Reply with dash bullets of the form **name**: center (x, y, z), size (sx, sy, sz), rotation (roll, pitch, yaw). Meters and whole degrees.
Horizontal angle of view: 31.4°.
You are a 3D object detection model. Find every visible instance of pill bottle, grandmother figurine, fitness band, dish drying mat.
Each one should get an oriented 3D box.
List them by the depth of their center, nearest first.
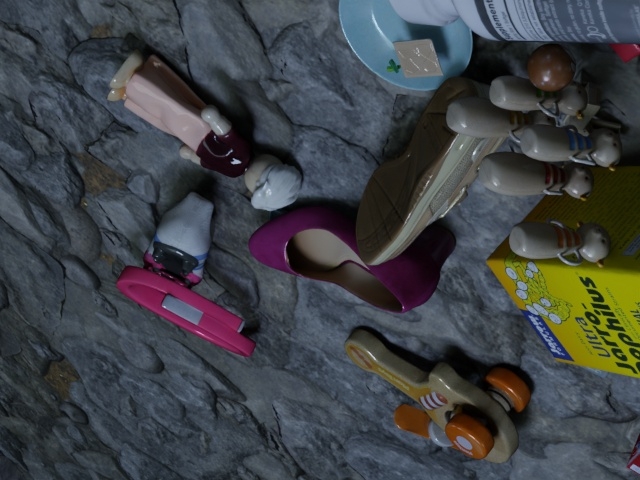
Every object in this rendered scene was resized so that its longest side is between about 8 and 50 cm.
- **pill bottle**: center (0.261, -0.317, 1.217), size (0.363, 0.210, 0.210), rotation (8, 134, 33)
- **dish drying mat**: center (0.354, -0.252, 1.376), size (0.083, 0.008, 0.032), rotation (45, 143, -12)
- **grandmother figurine**: center (-0.176, -0.168, 1.817), size (0.342, 0.104, 0.208), rotation (36, 170, -4)
- **fitness band**: center (-0.248, 0.133, 2.140), size (0.291, 0.054, 0.209), rotation (32, 167, -19)

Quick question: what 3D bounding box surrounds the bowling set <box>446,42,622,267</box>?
- **bowling set**: center (0.282, -0.123, 1.317), size (0.154, 0.287, 0.200), rotation (3, 137, -25)

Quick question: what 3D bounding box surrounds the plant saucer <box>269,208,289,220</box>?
- **plant saucer**: center (0.000, 0.000, 1.913), size (0.192, 0.018, 0.067), rotation (25, 141, 16)

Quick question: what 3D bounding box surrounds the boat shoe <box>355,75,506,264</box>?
- **boat shoe**: center (0.159, -0.080, 1.584), size (0.110, 0.122, 0.341), rotation (6, 140, -29)

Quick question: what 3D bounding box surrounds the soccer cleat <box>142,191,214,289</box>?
- **soccer cleat**: center (-0.240, 0.001, 2.040), size (0.116, 0.143, 0.331), rotation (27, 167, -7)

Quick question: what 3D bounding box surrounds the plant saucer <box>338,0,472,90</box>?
- **plant saucer**: center (0.117, -0.288, 1.500), size (0.195, 0.037, 0.195), rotation (21, 139, 19)

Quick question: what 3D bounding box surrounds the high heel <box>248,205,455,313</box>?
- **high heel**: center (0.014, 0.037, 1.786), size (0.377, 0.181, 0.127), rotation (-3, 120, 34)

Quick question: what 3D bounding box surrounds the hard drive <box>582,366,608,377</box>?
- **hard drive**: center (0.415, 0.146, 1.737), size (0.094, 0.022, 0.135), rotation (27, 142, 13)

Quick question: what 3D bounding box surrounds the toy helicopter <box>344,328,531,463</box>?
- **toy helicopter**: center (0.191, 0.272, 1.992), size (0.355, 0.140, 0.235), rotation (32, 153, 24)

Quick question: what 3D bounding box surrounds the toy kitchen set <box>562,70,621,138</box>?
- **toy kitchen set**: center (0.354, -0.169, 1.437), size (0.075, 0.068, 0.083), rotation (12, 151, -6)

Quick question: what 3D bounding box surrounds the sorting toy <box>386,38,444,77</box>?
- **sorting toy**: center (0.118, -0.241, 1.507), size (0.083, 0.012, 0.062), rotation (1, 135, 33)

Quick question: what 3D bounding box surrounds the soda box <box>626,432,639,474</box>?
- **soda box**: center (0.616, 0.368, 1.755), size (0.263, 0.092, 0.083), rotation (31, 142, 8)

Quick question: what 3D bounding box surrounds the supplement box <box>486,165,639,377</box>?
- **supplement box**: center (0.413, 0.041, 1.400), size (0.194, 0.195, 0.356), rotation (52, 160, -19)
